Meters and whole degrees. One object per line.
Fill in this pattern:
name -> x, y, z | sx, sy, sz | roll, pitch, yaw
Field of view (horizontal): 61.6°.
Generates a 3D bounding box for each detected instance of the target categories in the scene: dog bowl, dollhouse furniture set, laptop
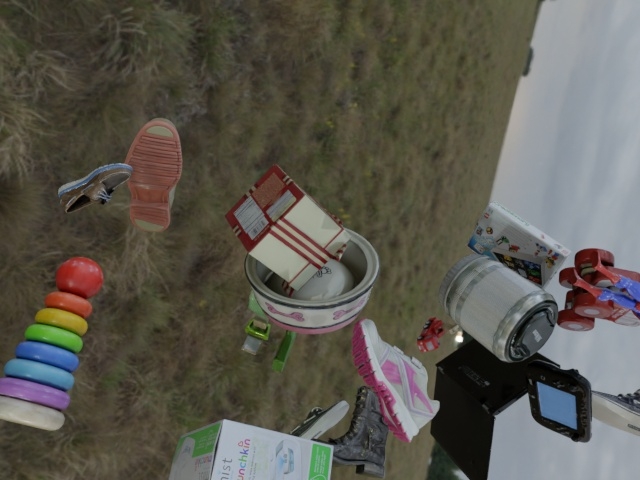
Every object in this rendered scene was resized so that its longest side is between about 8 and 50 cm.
dog bowl -> -0.025, 0.118, 1.659 | 0.408, 0.408, 0.150 | -58, 154, -49
dollhouse furniture set -> -0.190, 0.318, 1.918 | 0.301, 0.198, 0.151 | 104, 8, -55
laptop -> 0.564, 0.544, 1.804 | 0.236, 0.408, 0.382 | 59, -7, -16

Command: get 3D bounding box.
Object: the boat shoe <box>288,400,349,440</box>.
boat shoe -> -0.011, 0.544, 1.622 | 0.219, 0.070, 0.078 | -42, 144, 9

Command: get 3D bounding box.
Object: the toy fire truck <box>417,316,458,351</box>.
toy fire truck -> 0.404, 0.285, 1.747 | 0.047, 0.135, 0.192 | 61, 38, -12

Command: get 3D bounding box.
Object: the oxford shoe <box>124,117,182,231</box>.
oxford shoe -> -0.447, -0.194, 1.447 | 0.397, 0.141, 0.146 | 121, -24, -47

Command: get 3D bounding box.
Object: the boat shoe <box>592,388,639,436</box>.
boat shoe -> 1.086, 0.577, 1.875 | 0.158, 0.341, 0.127 | -50, 146, -28

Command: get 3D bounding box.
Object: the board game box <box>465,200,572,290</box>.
board game box -> 0.662, 0.028, 1.821 | 0.053, 0.305, 0.193 | -23, 144, -41

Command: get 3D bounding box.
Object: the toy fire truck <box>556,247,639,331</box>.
toy fire truck -> 0.810, 0.154, 1.478 | 0.302, 0.254, 0.169 | 83, 20, -64

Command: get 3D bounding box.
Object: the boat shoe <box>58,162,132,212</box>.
boat shoe -> -0.502, -0.113, 1.213 | 0.066, 0.183, 0.066 | 39, 30, -67

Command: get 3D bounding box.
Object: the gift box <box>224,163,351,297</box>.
gift box -> -0.086, -0.014, 1.531 | 0.255, 0.276, 0.258 | -43, 132, 8

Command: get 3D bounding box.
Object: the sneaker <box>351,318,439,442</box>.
sneaker -> 0.150, 0.268, 1.087 | 0.252, 0.111, 0.103 | 64, -19, 6

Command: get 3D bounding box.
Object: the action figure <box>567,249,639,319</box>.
action figure -> 0.642, 0.097, 1.100 | 0.091, 0.280, 0.139 | -52, -170, 39

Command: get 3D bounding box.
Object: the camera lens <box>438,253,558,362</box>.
camera lens -> 0.495, 0.187, 1.499 | 0.219, 0.274, 0.219 | -18, 126, -26

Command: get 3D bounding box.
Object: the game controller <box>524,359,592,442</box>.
game controller -> 0.655, 0.445, 1.475 | 0.067, 0.167, 0.319 | -55, 138, -34

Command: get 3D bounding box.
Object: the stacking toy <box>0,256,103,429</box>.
stacking toy -> -0.509, 0.186, 1.043 | 0.141, 0.141, 0.330 | 73, 28, -60

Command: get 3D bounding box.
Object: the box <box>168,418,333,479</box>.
box -> -0.143, 0.448, 1.035 | 0.262, 0.231, 0.126 | -39, -145, 52

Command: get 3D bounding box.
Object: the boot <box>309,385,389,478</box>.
boot -> 0.095, 0.516, 1.495 | 0.091, 0.263, 0.229 | -42, -151, 54
